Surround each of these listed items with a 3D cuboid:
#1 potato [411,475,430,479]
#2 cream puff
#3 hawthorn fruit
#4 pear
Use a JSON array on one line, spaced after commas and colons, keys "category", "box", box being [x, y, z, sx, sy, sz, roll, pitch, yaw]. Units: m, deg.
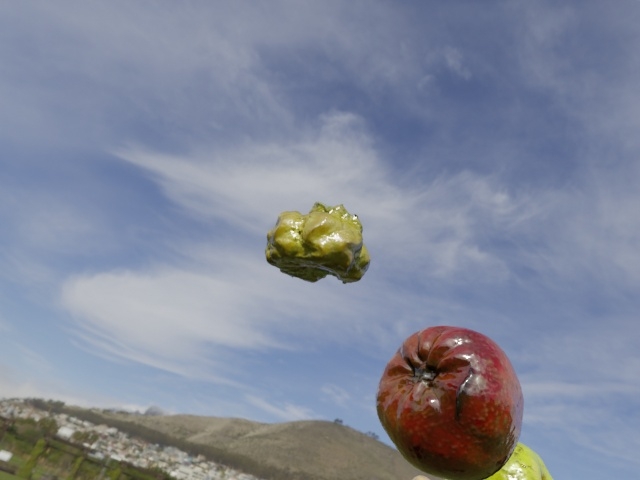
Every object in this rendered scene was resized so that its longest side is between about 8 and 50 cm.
[{"category": "potato", "box": [0.423, 1.025, 1.815, 0.112, 0.112, 0.147, 28, -7, -12]}, {"category": "cream puff", "box": [0.001, 0.001, 1.103, 0.281, 0.185, 0.282, 8, -19, 3]}, {"category": "hawthorn fruit", "box": [0.375, 0.446, 1.229, 0.402, 0.403, 0.403, 13, -34, 9]}, {"category": "pear", "box": [0.612, 0.884, 1.528, 0.390, 0.391, 0.391, 13, -34, 9]}]
